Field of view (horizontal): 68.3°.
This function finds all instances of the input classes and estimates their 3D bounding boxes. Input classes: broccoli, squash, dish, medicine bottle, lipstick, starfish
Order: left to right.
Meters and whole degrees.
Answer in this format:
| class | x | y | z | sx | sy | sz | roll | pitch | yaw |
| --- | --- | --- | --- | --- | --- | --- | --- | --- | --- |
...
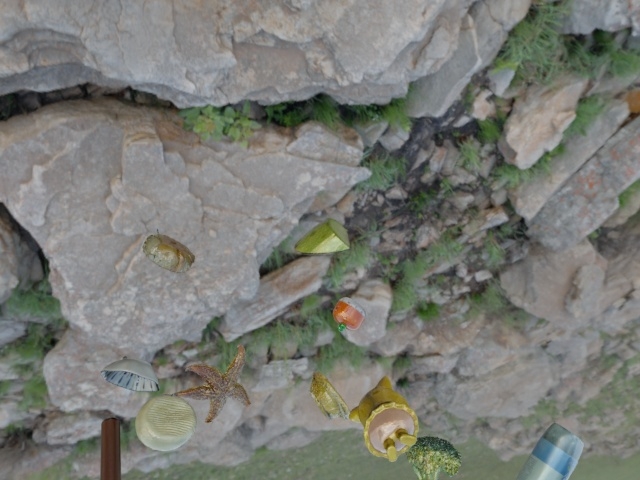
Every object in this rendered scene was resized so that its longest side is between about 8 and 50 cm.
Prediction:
| class | x | y | z | sx | sy | sz | roll | pitch | yaw |
| --- | --- | --- | --- | --- | --- | --- | --- | --- | --- |
| lipstick | -0.584 | 0.668 | 1.314 | 0.057 | 0.357 | 0.057 | -13 | 137 | -13 |
| dish | -0.588 | 0.414 | 1.484 | 0.190 | 0.066 | 0.191 | 6 | 145 | 4 |
| starfish | -0.260 | 0.376 | 1.224 | 0.227 | 0.043 | 0.241 | 24 | 94 | -40 |
| squash | 0.000 | -0.023 | 1.540 | 0.184 | 0.192 | 0.085 | -8 | 110 | 1 |
| broccoli | 0.370 | 0.760 | 1.589 | 0.219 | 0.194 | 0.194 | -17 | 149 | 34 |
| medicine bottle | 0.339 | 0.390 | 0.741 | 0.090 | 0.053 | 0.208 | 40 | 81 | -42 |

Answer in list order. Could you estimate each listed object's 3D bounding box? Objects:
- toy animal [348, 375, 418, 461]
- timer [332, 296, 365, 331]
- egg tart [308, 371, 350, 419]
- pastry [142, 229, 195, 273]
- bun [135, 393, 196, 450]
| class | x | y | z | sx | sy | sz | roll | pitch | yaw |
| --- | --- | --- | --- | --- | --- | --- | --- | --- | --- |
| toy animal | 0.162 | 0.450 | 1.174 | 0.156 | 0.230 | 0.156 | -2 | 98 | -12 |
| timer | 0.101 | 0.290 | 1.786 | 0.136 | 0.136 | 0.099 | -4 | 178 | -21 |
| egg tart | 0.021 | 0.532 | 1.590 | 0.074 | 0.191 | 0.191 | -33 | 145 | -16 |
| pastry | -0.435 | 0.039 | 1.359 | 0.081 | 0.153 | 0.153 | -54 | 139 | -3 |
| bun | -0.538 | 0.638 | 1.628 | 0.222 | 0.222 | 0.127 | 20 | 112 | -41 |
